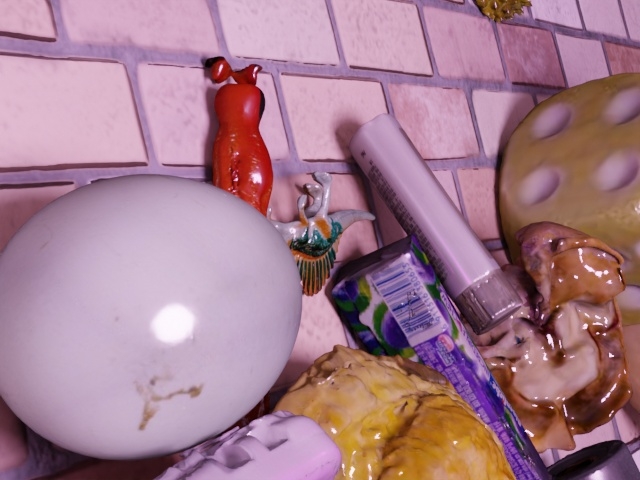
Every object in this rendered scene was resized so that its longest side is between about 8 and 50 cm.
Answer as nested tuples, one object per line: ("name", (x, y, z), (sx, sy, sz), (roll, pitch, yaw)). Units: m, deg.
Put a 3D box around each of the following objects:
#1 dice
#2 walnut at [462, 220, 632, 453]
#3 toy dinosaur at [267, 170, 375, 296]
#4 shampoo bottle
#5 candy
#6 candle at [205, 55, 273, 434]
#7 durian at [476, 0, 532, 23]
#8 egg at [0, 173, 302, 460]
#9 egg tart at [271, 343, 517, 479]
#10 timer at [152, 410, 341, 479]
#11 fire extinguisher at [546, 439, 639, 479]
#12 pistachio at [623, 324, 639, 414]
("dice", (0.369, -0.048, 1.476), (0.227, 0.238, 0.233), (43, 43, -38))
("walnut", (0.234, 0.105, 1.293), (0.204, 0.141, 0.238), (35, 90, -20))
("toy dinosaur", (-0.003, 0.000, 1.105), (0.187, 0.044, 0.106), (34, 63, -60))
("shampoo bottle", (0.111, -0.016, 1.174), (0.227, 0.056, 0.086), (56, -4, 13))
("candy", (0.121, 0.139, 1.169), (0.312, 0.088, 0.061), (59, 19, -19))
("candle", (-0.064, -0.001, 0.999), (0.048, 0.051, 0.329), (20, 61, -47))
("durian", (0.253, -0.351, 1.553), (0.186, 0.108, 0.119), (13, 66, -53))
("egg", (-0.107, 0.047, 0.800), (0.264, 0.183, 0.183), (-13, 88, -63))
("egg tart", (0.089, 0.247, 1.007), (0.339, 0.153, 0.352), (-17, 97, -54))
("timer", (-0.084, 0.197, 0.777), (0.069, 0.191, 0.208), (46, 30, 17))
("fire extinguisher", (0.365, 0.396, 1.295), (0.200, 0.113, 0.376), (-20, 85, -56))
("pistachio", (0.486, 0.168, 1.587), (0.162, 0.181, 0.293), (-5, 45, -42))
